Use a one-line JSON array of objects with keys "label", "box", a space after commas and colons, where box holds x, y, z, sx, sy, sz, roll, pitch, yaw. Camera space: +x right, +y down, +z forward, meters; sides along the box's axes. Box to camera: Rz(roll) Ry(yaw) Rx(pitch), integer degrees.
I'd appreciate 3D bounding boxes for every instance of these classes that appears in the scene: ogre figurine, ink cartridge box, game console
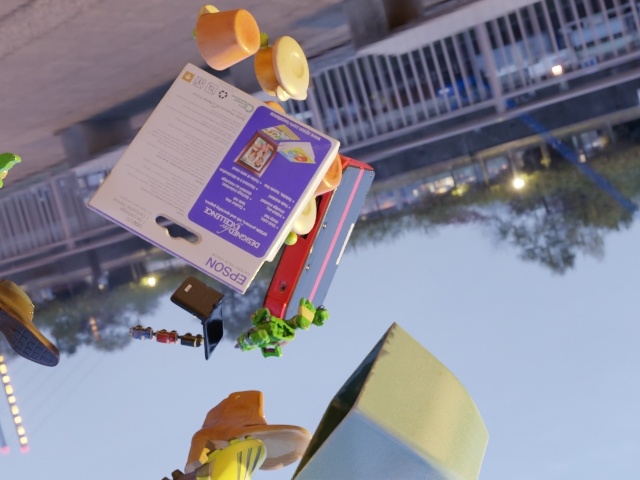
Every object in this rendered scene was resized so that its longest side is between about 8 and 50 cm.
[{"label": "ogre figurine", "box": [-0.085, 0.173, 1.755, 0.118, 0.097, 0.197, -26, -168, 41]}, {"label": "ink cartridge box", "box": [-0.117, -0.068, 1.022, 0.208, 0.206, 0.045, -58, 170, -17]}, {"label": "game console", "box": [0.000, 0.000, 2.031, 0.060, 0.387, 0.342, 24, -173, 13]}, {"label": "game console", "box": [-0.206, 0.128, 1.547, 0.071, 0.107, 0.122, -58, -178, 17]}]

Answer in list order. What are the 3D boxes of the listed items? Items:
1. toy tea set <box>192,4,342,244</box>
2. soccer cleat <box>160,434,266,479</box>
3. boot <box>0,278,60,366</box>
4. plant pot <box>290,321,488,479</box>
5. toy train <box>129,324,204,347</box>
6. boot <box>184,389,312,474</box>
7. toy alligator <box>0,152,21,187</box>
[{"label": "toy tea set", "box": [-0.088, -0.166, 1.273, 0.124, 0.336, 0.200, -10, -162, 30]}, {"label": "soccer cleat", "box": [-0.162, 0.399, 1.451, 0.093, 0.121, 0.289, -50, 164, 24]}, {"label": "boot", "box": [-0.595, 0.160, 1.855, 0.082, 0.219, 0.106, -51, -178, 33]}, {"label": "plant pot", "box": [0.138, 0.346, 1.561, 0.248, 0.252, 0.247, -57, 179, 36]}, {"label": "toy train", "box": [-0.316, 0.197, 1.872, 0.158, 0.027, 0.036, 7, -163, 7]}, {"label": "boot", "box": [-0.135, 0.371, 1.862, 0.295, 0.104, 0.211, -19, -157, 21]}, {"label": "toy alligator", "box": [-0.482, -0.084, 1.214, 0.189, 0.051, 0.056, -3, 173, 15]}]
